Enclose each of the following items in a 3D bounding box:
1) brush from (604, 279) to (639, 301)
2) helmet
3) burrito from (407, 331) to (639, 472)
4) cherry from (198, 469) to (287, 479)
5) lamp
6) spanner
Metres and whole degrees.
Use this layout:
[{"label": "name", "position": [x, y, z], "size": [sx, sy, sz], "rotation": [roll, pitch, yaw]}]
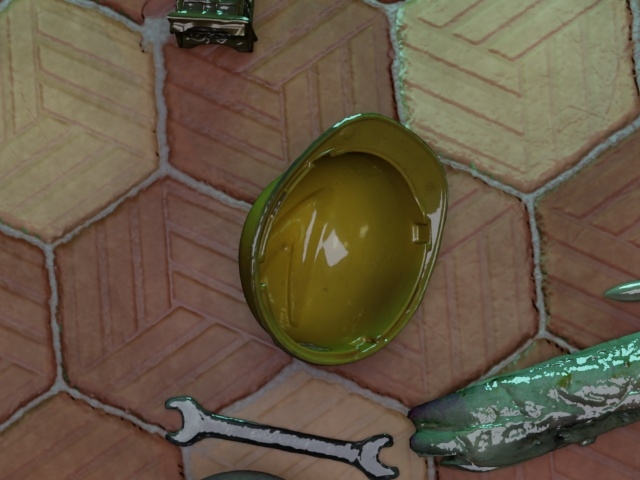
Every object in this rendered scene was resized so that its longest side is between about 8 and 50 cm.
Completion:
[{"label": "brush", "position": [0.441, 0.033, 1.691], "size": [0.299, 0.039, 0.042], "rotation": [-6, 123, 4]}, {"label": "helmet", "position": [0.000, 0.000, 1.662], "size": [0.205, 0.140, 0.257], "rotation": [35, 74, -27]}, {"label": "burrito", "position": [0.239, 0.167, 1.671], "size": [0.309, 0.066, 0.096], "rotation": [-17, 79, 1]}, {"label": "cherry", "position": [-0.057, 0.346, 1.610], "size": [0.239, 0.206, 0.239], "rotation": [3, 85, -33]}, {"label": "lamp", "position": [-0.101, -0.367, 1.728], "size": [0.089, 0.090, 0.325], "rotation": [5, 84, 4]}, {"label": "spanner", "position": [-0.041, 0.207, 1.705], "size": [0.254, 0.015, 0.054], "rotation": [11, 83, 4]}]
